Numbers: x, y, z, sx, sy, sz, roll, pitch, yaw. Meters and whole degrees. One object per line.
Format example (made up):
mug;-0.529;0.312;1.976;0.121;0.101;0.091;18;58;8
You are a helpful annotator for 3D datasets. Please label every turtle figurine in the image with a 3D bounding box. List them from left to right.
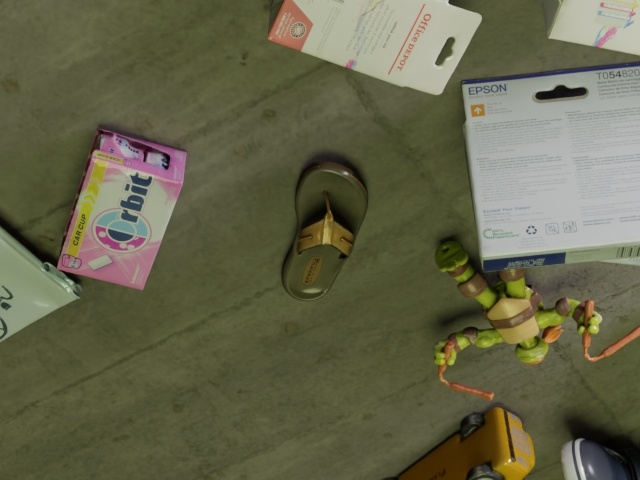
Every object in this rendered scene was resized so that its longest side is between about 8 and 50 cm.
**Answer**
turtle figurine;0.245;0.077;1.710;0.270;0.087;0.217;-16;122;23

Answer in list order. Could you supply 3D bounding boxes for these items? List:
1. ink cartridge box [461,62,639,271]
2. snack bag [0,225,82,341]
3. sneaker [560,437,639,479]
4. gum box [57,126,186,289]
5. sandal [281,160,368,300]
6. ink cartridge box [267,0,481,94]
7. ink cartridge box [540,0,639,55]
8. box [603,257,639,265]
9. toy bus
ink cartridge box;0.271;-0.081;1.507;0.223;0.224;0.045;-5;153;5
snack bag;-0.520;0.040;1.702;0.343;0.037;0.323;-30;125;23
sneaker;0.448;0.353;1.923;0.127;0.126;0.321;-24;137;24
gum box;-0.232;-0.038;1.621;0.107;0.062;0.188;15;129;-13
sandal;0.000;0.000;1.657;0.090;0.060;0.219;12;129;-11
ink cartridge box;0.057;-0.239;1.452;0.198;0.067;0.115;18;128;-13
ink cartridge box;0.292;-0.258;1.422;0.143;0.092;0.090;9;130;-7
box;0.330;-0.042;1.583;0.137;0.126;0.072;5;132;-6
toy bus;0.176;0.375;1.945;0.130;0.108;0.333;32;123;-25
